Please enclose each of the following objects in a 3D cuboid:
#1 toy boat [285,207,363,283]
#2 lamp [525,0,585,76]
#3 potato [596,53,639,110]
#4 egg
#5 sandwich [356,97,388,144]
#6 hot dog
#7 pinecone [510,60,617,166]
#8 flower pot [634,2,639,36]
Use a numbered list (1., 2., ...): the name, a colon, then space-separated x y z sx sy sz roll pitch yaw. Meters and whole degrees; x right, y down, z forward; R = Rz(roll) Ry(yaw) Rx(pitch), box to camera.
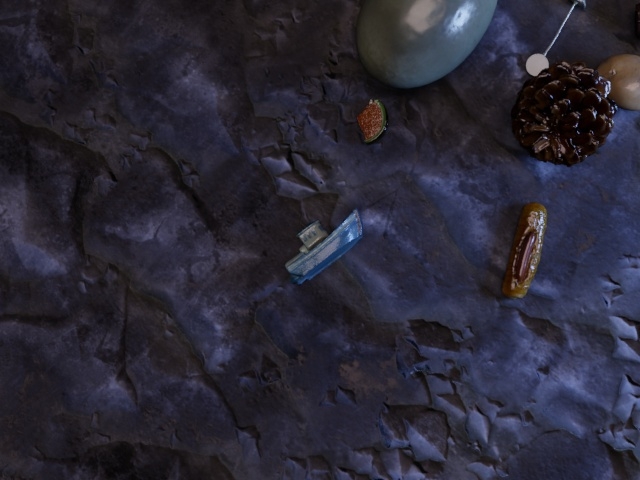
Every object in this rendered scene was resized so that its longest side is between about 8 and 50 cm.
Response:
1. toy boat: 0.000 0.000 1.762 0.215 0.088 0.102 -37 78 4
2. lamp: 0.521 -0.452 1.767 0.050 0.056 0.198 33 101 8
3. potato: 0.655 -0.332 1.699 0.147 0.112 0.112 33 90 17
4. egg: 0.224 -0.480 1.687 0.258 0.258 0.352 41 93 9
5. sandwich: 0.120 -0.271 1.802 0.069 0.026 0.101 -19 80 10
6. hot dog: 0.446 0.023 1.724 0.066 0.047 0.216 17 88 6
7. pinecone: 0.504 -0.252 1.657 0.221 0.221 0.222 -1 85 7
8. flower pot: 0.721 -0.477 1.707 0.089 0.111 0.111 -1 85 18
